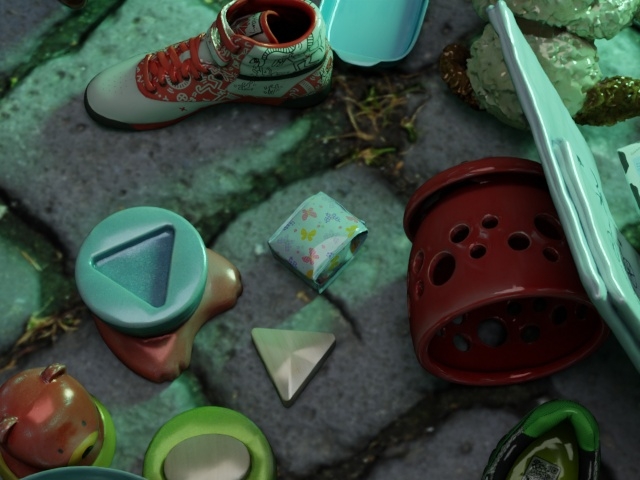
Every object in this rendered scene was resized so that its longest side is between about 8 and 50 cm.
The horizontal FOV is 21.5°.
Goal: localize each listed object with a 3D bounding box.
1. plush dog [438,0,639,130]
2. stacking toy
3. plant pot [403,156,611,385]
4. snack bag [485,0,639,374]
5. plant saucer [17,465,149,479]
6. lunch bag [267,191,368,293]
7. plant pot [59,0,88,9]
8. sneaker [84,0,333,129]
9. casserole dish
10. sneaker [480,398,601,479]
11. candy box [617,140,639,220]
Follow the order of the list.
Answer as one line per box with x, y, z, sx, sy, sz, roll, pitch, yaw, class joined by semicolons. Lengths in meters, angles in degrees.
0.238;-0.224;1.748;0.262;0.210;0.225;12;94;24;plush dog
-0.151;0.125;1.617;0.279;0.130;0.309;22;67;12;stacking toy
0.175;0.024;1.626;0.191;0.191;0.174;-5;60;-1;plant pot
0.262;-0.020;1.573;0.037;0.323;0.342;-24;55;14;snack bag
-0.215;0.364;1.515;0.317;0.044;0.317;-2;77;10;plant saucer
0.000;0.000;1.717;0.071;0.053;0.083;37;80;20;lunch bag
-0.237;-0.366;1.850;0.165;0.167;0.167;-33;67;-22;plant pot
-0.122;-0.194;1.763;0.270;0.145;0.090;-5;64;-1;sneaker
0.062;-0.263;1.852;0.114;0.037;0.188;13;64;8;casserole dish
0.161;0.293;1.517;0.134;0.146;0.343;17;66;10;sneaker
0.358;0.017;1.609;0.070;0.165;0.196;-21;56;9;candy box
